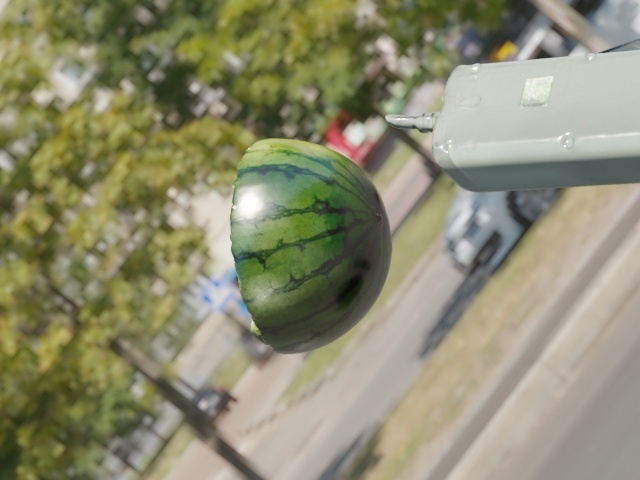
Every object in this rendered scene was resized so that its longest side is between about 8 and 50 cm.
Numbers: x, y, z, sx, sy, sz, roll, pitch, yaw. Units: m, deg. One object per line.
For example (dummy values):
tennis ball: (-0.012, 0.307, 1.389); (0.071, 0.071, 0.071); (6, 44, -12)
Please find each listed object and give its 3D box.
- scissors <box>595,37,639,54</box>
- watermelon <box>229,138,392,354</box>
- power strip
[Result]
scissors: (0.251, -0.127, 1.245); (0.204, 0.101, 0.027); (-16, 18, -12)
watermelon: (0.000, 0.000, 0.876); (0.062, 0.105, 0.105); (-8, 24, 28)
power strip: (0.144, -0.055, 0.777); (0.027, 0.253, 0.060); (57, -141, -44)
